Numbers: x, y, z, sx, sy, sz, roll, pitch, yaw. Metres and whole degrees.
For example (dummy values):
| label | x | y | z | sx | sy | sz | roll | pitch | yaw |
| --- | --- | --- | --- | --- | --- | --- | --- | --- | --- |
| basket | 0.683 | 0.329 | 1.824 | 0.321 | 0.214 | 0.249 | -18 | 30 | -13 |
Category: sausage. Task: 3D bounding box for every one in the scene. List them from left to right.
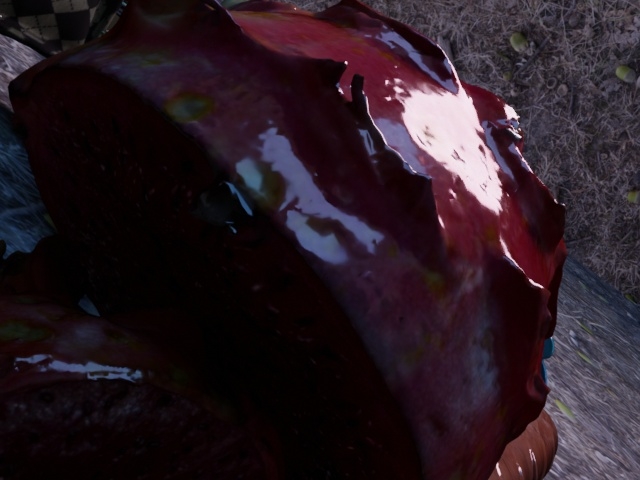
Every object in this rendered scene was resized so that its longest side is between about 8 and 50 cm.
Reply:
| label | x | y | z | sx | sy | sz | roll | pitch | yaw |
| --- | --- | --- | --- | --- | --- | --- | --- | --- | --- |
| sausage | 0.162 | 0.209 | 1.257 | 0.088 | 0.088 | 0.433 | 42 | 13 | 14 |

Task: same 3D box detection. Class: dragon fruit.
| label | x | y | z | sx | sy | sz | roll | pitch | yaw |
| --- | --- | --- | --- | --- | --- | --- | --- | --- | --- |
| dragon fruit | -0.142 | 0.070 | 0.731 | 0.262 | 0.134 | 0.211 | 27 | 14 | -46 |
| dragon fruit | 0.000 | 0.000 | 0.832 | 0.386 | 0.249 | 0.371 | 49 | -26 | 10 |

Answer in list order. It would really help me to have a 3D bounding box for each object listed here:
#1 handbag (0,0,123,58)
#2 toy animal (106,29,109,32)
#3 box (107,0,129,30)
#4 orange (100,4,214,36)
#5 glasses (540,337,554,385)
| label | x | y | z | sx | sy | sz | roll | pitch | yaw |
| --- | --- | --- | --- | --- | --- | --- | --- | --- | --- |
| handbag | -0.417 | -0.336 | 1.273 | 0.416 | 0.180 | 0.317 | 34 | 10 | 31 |
| toy animal | -0.244 | -0.203 | 1.556 | 0.091 | 0.082 | 0.114 | 38 | 11 | -13 |
| box | -0.235 | -0.274 | 1.842 | 0.198 | 0.084 | 0.310 | 44 | 12 | 18 |
| orange | -0.085 | -0.048 | 1.129 | 0.368 | 0.210 | 0.271 | 51 | -7 | 40 |
| glasses | 0.134 | 0.124 | 1.557 | 0.239 | 0.102 | 0.207 | 45 | 41 | 21 |
